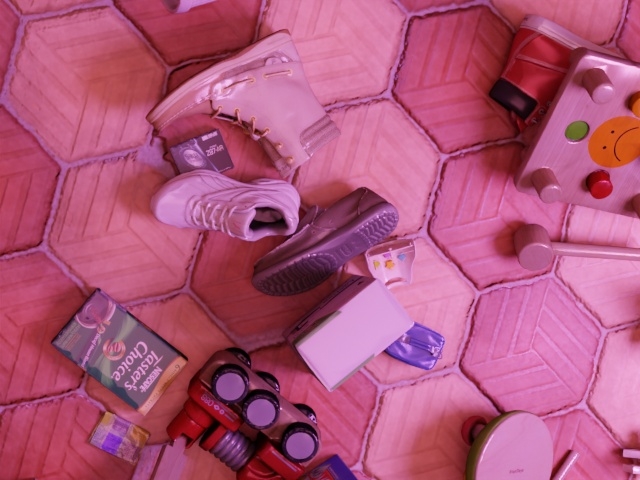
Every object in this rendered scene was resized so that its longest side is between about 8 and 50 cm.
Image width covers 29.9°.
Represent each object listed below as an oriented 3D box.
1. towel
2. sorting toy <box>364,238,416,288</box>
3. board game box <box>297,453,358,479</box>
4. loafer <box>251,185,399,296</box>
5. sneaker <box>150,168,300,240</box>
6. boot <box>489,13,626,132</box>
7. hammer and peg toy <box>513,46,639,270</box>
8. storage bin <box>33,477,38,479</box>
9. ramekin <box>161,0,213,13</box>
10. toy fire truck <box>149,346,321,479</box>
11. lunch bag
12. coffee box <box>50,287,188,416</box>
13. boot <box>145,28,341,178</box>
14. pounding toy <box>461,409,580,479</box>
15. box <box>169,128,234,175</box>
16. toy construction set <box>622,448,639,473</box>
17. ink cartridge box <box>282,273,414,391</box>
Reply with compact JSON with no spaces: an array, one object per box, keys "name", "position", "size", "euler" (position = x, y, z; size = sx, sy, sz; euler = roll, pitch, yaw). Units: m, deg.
[{"name":"towel","position":[-0.311,0.307,1.862],"size":[0.083,0.009,0.060],"euler":[31,89,-10]},{"name":"sorting toy","position":[0.113,0.042,1.904],"size":[0.083,0.045,0.075],"euler":[-15,103,-9]},{"name":"board game box","position":[-0.026,0.421,1.760],"size":[0.214,0.317,0.046],"euler":[-32,97,-7]},{"name":"loafer","position":[0.000,0.000,1.869],"size":[0.251,0.094,0.087],"euler":[-29,54,-1]},{"name":"sneaker","position":[-0.140,-0.047,1.810],"size":[0.232,0.115,0.090],"euler":[-1,117,-8]},{"name":"boot","position":[0.400,-0.231,1.917],"size":[0.244,0.088,0.176],"euler":[24,92,-5]},{"name":"hammer and peg toy","position":[0.447,-0.115,1.883],"size":[0.266,0.127,0.361],"euler":[11,124,-16]},{"name":"storage bin","position":[-0.378,0.502,1.738],"size":[0.123,0.260,0.262],"euler":[-40,98,-9]},{"name":"ramekin","position":[-0.185,-0.442,1.750],"size":[0.109,0.207,0.207],"euler":[-14,95,-17]},{"name":"toy fire truck","position":[-0.147,0.324,1.832],"size":[0.217,0.158,0.246],"euler":[42,98,-10]},{"name":"lunch bag","position":[0.149,0.165,1.902],"size":[0.098,0.065,0.067],"euler":[23,89,-9]},{"name":"coffee box","position":[-0.306,0.171,1.840],"size":[0.184,0.040,0.113],"euler":[41,86,-9]},{"name":"boot","position":[-0.113,-0.178,1.819],"size":[0.262,0.095,0.203],"euler":[-32,99,-22]},{"name":"pounding toy","position":[0.289,0.363,1.933],"size":[0.237,0.110,0.183],"euler":[38,74,-38]},{"name":"box","position":[-0.184,-0.128,1.856],"size":[0.083,0.018,0.067],"euler":[-22,97,-7]},{"name":"toy construction set","position":[0.611,0.249,1.940],"size":[0.215,0.151,0.327],"euler":[6,101,-34]},{"name":"ink cartridge box","position":[0.035,0.134,1.806],"size":[0.160,0.219,0.092],"euler":[-39,95,-6]}]
